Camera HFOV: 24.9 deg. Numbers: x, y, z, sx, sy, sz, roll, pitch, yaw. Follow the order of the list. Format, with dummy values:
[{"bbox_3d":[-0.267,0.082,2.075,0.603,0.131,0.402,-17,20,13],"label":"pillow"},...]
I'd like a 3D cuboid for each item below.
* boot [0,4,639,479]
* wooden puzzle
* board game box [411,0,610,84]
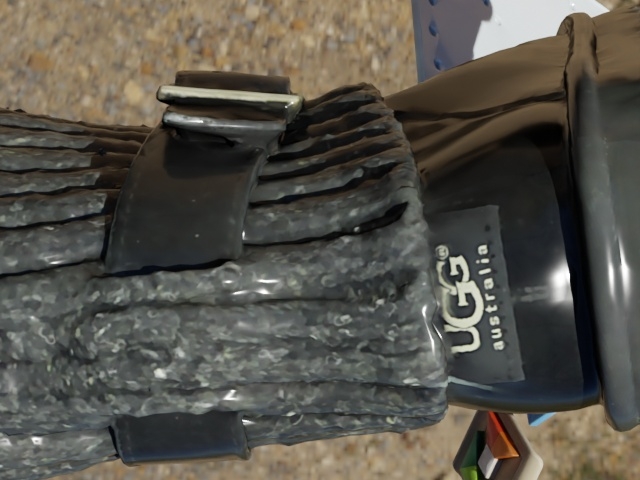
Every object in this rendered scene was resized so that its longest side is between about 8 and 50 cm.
[{"bbox_3d":[-0.001,-0.004,0.524,0.260,0.348,0.131,-9,93,10],"label":"boot"},{"bbox_3d":[0.107,0.140,0.901,0.014,0.078,0.116,8,111,-26],"label":"wooden puzzle"},{"bbox_3d":[0.217,-0.138,1.508,0.390,0.390,0.050,24,142,-39],"label":"board game box"}]
